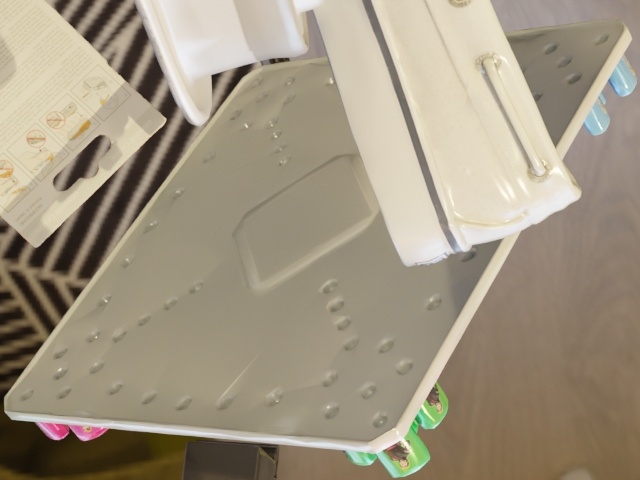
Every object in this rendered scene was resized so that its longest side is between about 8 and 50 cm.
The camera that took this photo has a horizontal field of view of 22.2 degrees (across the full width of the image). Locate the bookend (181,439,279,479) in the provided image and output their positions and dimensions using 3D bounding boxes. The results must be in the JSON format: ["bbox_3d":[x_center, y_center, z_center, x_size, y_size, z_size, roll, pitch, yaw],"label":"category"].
[{"bbox_3d":[-0.088,0.219,1.253,0.072,0.156,0.157,2,164,11],"label":"bookend"}]

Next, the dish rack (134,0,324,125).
[{"bbox_3d":[-0.050,-0.233,0.499,0.072,0.333,0.285,-11,143,4],"label":"dish rack"}]

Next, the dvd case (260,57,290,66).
[{"bbox_3d":[-0.052,-0.196,1.638,0.022,0.180,0.253,-20,87,-3],"label":"dvd case"}]

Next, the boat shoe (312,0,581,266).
[{"bbox_3d":[0.062,-0.170,0.831,0.156,0.136,0.367,-17,106,7],"label":"boat shoe"}]

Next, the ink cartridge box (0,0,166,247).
[{"bbox_3d":[-0.294,-0.127,1.533,0.232,0.066,0.189,45,67,-6],"label":"ink cartridge box"}]

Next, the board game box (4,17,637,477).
[{"bbox_3d":[0.000,0.000,1.196,0.390,0.390,0.050,-1,135,43],"label":"board game box"}]
